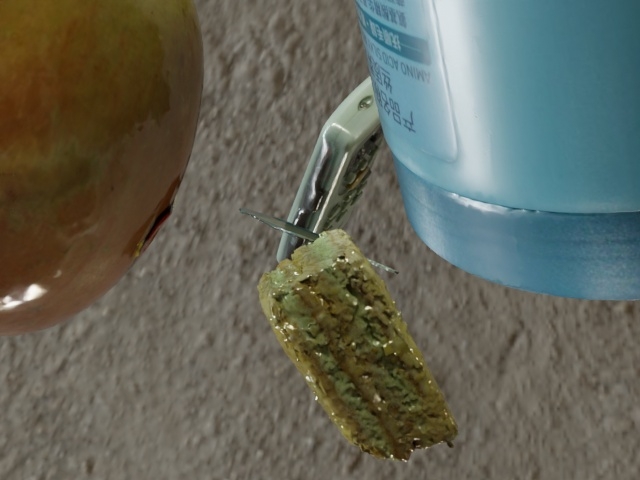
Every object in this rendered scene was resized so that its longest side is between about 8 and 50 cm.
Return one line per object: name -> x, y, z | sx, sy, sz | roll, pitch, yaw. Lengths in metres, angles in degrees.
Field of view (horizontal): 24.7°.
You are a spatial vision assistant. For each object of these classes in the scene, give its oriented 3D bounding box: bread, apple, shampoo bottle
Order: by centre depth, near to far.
shampoo bottle -> 0.172, -0.197, 0.814 | 0.331, 0.331, 0.342 | -9, 119, 12
apple -> -0.235, -0.113, 0.990 | 0.338, 0.338, 0.305 | 33, 87, -11
bread -> 0.029, 0.096, 1.264 | 0.102, 0.138, 0.196 | -30, 105, -1

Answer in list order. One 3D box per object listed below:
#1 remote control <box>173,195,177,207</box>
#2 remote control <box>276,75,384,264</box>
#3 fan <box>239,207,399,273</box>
remote control -> -0.208, -0.089, 1.712 | 0.074, 0.122, 0.032 | -1, 162, -27
remote control -> 0.019, -0.073, 1.791 | 0.056, 0.140, 0.296 | 36, 144, 11
fan -> 0.000, 0.000, 1.409 | 0.175, 0.113, 0.005 | 22, 95, 24
